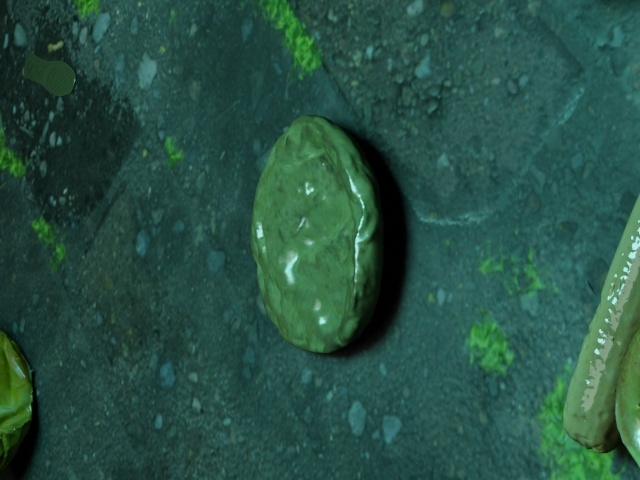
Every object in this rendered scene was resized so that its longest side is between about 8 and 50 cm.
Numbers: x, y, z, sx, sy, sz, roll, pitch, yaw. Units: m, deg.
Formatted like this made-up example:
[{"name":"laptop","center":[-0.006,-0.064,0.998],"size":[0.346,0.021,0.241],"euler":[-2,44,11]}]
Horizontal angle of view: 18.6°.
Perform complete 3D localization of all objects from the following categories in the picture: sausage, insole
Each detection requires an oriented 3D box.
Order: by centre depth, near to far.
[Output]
[{"name":"sausage","center":[0.261,0.028,1.548],"size":[0.066,0.065,0.301],"euler":[37,111,49]},{"name":"insole","center":[-0.336,-0.206,2.412],"size":[0.135,0.002,0.045],"euler":[26,105,52]}]

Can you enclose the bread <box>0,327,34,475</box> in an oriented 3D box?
[{"name":"bread","center":[-0.473,0.190,2.327],"size":[0.142,0.253,0.227],"euler":[-51,51,31]}]

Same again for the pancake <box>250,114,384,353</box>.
[{"name":"pancake","center":[0.000,0.000,1.907],"size":[0.242,0.050,0.242],"euler":[-8,81,61]}]

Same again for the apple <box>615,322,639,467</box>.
[{"name":"apple","center":[0.314,0.098,1.364],"size":[0.207,0.188,0.174],"euler":[35,116,52]}]
